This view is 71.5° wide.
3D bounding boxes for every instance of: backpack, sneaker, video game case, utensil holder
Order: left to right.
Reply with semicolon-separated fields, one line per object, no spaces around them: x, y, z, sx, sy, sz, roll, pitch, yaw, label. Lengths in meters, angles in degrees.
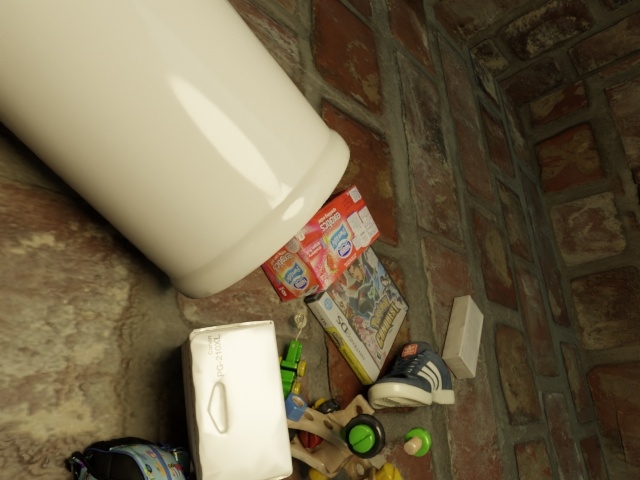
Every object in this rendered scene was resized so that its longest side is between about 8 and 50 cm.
-0.204;0.307;0.501;0.117;0.173;0.158;16;62;-45;backpack
-0.205;-0.166;0.598;0.385;0.328;0.327;47;44;-21;utensil holder
0.100;0.148;1.034;0.248;0.035;0.275;57;41;-15;video game case
0.203;0.300;1.012;0.350;0.131;0.148;30;51;-55;sneaker

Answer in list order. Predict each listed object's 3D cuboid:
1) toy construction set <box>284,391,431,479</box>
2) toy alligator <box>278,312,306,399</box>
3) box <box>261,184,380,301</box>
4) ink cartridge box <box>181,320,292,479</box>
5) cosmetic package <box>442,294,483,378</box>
0.030;0.398;0.727;0.237;0.258;0.308;22;84;-63;toy construction set
-0.054;0.228;0.812;0.051;0.056;0.189;87;15;-53;toy alligator
0.000;0.000;0.912;0.257;0.123;0.128;-41;105;-49;box
-0.122;0.206;0.579;0.100;0.237;0.171;-4;76;-21;ink cartridge box
0.430;0.285;1.336;0.099;0.060;0.239;54;41;-22;cosmetic package
